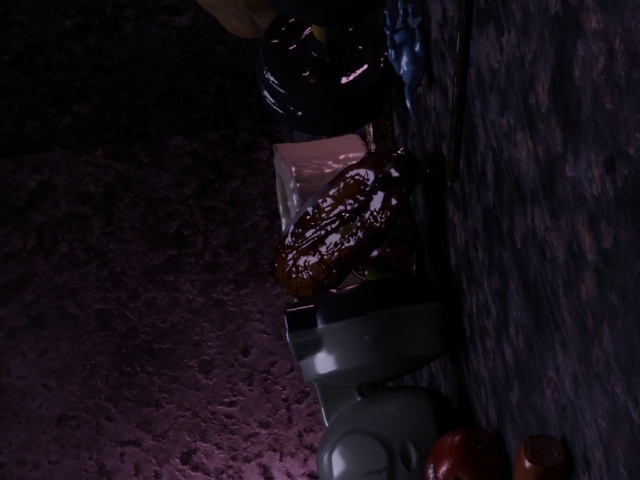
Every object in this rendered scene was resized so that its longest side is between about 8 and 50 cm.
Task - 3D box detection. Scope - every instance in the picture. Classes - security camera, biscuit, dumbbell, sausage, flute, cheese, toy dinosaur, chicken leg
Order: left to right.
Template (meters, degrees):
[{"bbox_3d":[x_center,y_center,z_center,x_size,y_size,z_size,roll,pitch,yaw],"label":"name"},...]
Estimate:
[{"bbox_3d":[0.000,0.000,1.475,0.158,0.096,0.407,-55,6,-32],"label":"chicken leg"},{"bbox_3d":[0.006,-0.278,1.453,0.388,0.185,0.185,89,172,-60],"label":"dumbbell"},{"bbox_3d":[0.015,-0.022,1.975,0.332,0.153,0.292,-124,26,-83],"label":"cheese"},{"bbox_3d":[0.076,-0.191,1.654,0.064,0.034,0.199,-115,17,-76],"label":"biscuit"},{"bbox_3d":[0.073,0.192,1.393,0.197,0.191,0.277,82,178,-80],"label":"security camera"},{"bbox_3d":[0.097,-0.212,1.323,0.080,0.045,0.197,68,-165,-49],"label":"toy dinosaur"},{"bbox_3d":[0.133,-0.152,1.153,0.269,0.014,0.014,88,173,-49],"label":"flute"},{"bbox_3d":[0.180,0.211,1.004,0.131,0.041,0.039,87,168,-48],"label":"sausage"}]

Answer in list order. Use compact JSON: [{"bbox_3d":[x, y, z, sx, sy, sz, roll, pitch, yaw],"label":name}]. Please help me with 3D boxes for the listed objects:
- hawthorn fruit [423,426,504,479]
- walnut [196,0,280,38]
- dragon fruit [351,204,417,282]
[{"bbox_3d":[0.151,0.231,1.221,0.093,0.093,0.093,172,90,-85],"label":"hawthorn fruit"},{"bbox_3d":[-0.071,-0.422,1.672,0.296,0.285,0.285,-64,-26,-57],"label":"walnut"},{"bbox_3d":[0.080,0.016,1.601,0.142,0.175,0.138,-48,-30,-55],"label":"dragon fruit"}]
